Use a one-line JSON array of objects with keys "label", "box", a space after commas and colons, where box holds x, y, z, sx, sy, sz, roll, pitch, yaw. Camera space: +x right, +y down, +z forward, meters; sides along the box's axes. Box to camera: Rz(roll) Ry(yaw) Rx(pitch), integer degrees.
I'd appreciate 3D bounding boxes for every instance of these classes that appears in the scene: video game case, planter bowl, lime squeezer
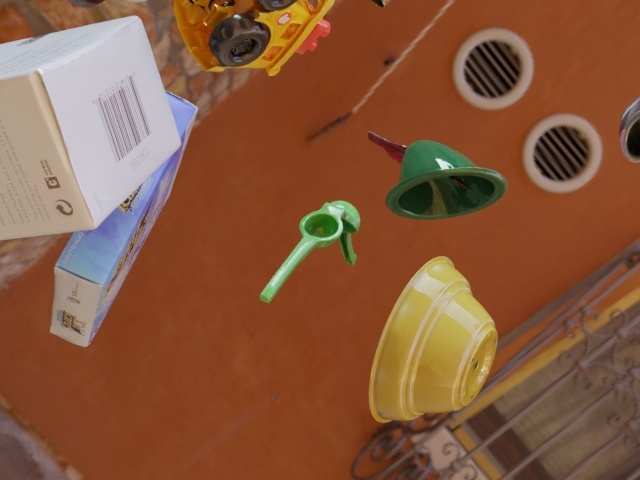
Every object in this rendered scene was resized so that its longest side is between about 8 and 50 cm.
[{"label": "video game case", "box": [-0.254, -0.021, 0.962, 0.061, 0.269, 0.244, 25, -30, -7]}, {"label": "planter bowl", "box": [0.151, 0.135, 0.897, 0.090, 0.217, 0.217, 20, -11, 30]}, {"label": "lime squeezer", "box": [0.000, 0.000, 1.001, 0.059, 0.110, 0.310, 37, 19, 13]}]

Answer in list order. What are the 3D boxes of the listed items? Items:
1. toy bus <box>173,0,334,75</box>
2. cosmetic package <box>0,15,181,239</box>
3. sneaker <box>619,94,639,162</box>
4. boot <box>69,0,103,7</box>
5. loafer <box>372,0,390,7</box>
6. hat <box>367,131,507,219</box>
[{"label": "toy bus", "box": [-0.056, -0.331, 1.017, 0.211, 0.220, 0.149, 1, 56, -46]}, {"label": "cosmetic package", "box": [-0.370, -0.103, 0.773, 0.217, 0.385, 0.156, -68, 149, -59]}, {"label": "sneaker", "box": [0.687, -0.277, 1.448, 0.112, 0.131, 0.319, 22, -38, 5]}, {"label": "boot", "box": [-0.475, -0.447, 1.217, 0.118, 0.223, 0.338, 33, 26, -57]}, {"label": "loafer", "box": [0.090, -0.541, 1.585, 0.148, 0.050, 0.056, 22, -9, -8]}, {"label": "hat", "box": [0.170, -0.145, 1.160, 0.173, 0.208, 0.183, 60, 24, -65]}]
